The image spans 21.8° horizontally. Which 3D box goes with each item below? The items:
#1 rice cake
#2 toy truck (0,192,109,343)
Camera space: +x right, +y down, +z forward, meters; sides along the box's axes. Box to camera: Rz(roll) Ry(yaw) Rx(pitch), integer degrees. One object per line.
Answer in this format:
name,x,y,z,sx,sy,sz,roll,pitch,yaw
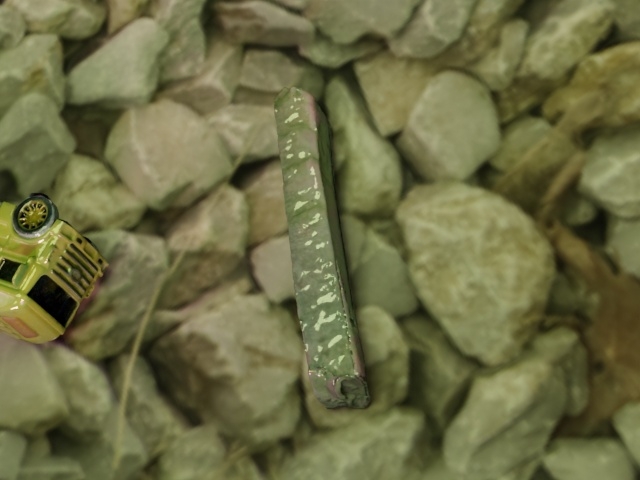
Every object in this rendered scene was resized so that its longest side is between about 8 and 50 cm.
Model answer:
rice cake,0.000,0.000,1.004,0.034,0.043,0.211,-13,63,8
toy truck,-0.230,0.014,1.072,0.169,0.077,0.100,17,72,26
